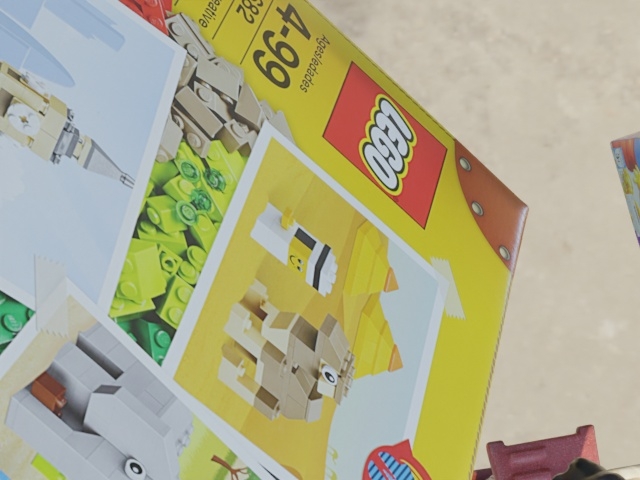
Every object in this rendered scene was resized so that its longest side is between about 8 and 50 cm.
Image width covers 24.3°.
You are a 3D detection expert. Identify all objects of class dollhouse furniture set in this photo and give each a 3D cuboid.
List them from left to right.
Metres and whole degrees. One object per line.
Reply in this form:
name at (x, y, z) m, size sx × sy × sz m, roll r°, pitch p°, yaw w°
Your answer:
dollhouse furniture set at (0.347, 0.279, 1.605) m, size 0.374 × 0.201 × 0.152 m, roll -7°, pitch 74°, yaw -12°

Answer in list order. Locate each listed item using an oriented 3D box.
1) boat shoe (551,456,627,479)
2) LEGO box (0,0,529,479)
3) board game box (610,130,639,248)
boat shoe at (0.221, 0.357, 1.175) m, size 0.127 × 0.158 × 0.340 m, roll -11°, pitch 116°, yaw -55°
LEGO box at (-0.141, 0.066, 0.569) m, size 0.372 × 0.193 × 0.500 m, roll 41°, pitch 38°, yaw -17°
board game box at (0.411, -0.058, 1.463) m, size 0.142 × 0.275 × 0.144 m, roll -17°, pitch 92°, yaw -8°
